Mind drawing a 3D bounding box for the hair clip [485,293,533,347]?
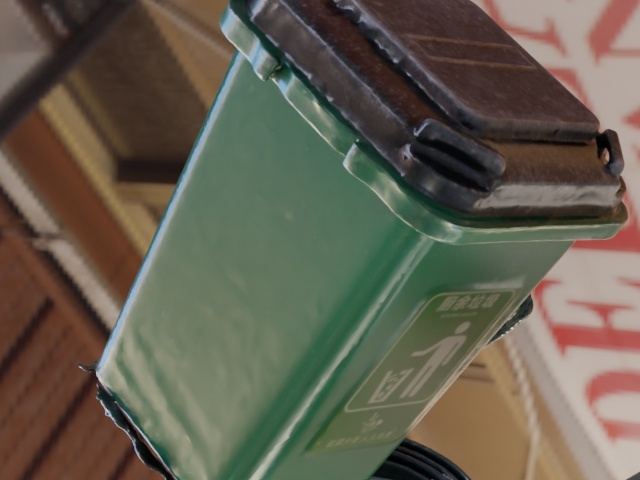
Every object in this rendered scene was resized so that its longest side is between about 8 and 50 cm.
[{"bbox_3d":[0.092,0.108,1.605,0.229,0.036,0.066,-30,-89,1],"label":"hair clip"}]

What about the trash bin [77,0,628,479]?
[{"bbox_3d":[0.000,0.000,1.307,0.259,0.295,0.381,-1,-49,-50],"label":"trash bin"}]

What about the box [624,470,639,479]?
[{"bbox_3d":[0.276,0.247,1.354,0.090,0.167,0.024,-29,-43,-2],"label":"box"}]

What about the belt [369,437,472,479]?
[{"bbox_3d":[0.039,0.264,1.584,0.206,0.267,0.116,-98,13,-51],"label":"belt"}]
